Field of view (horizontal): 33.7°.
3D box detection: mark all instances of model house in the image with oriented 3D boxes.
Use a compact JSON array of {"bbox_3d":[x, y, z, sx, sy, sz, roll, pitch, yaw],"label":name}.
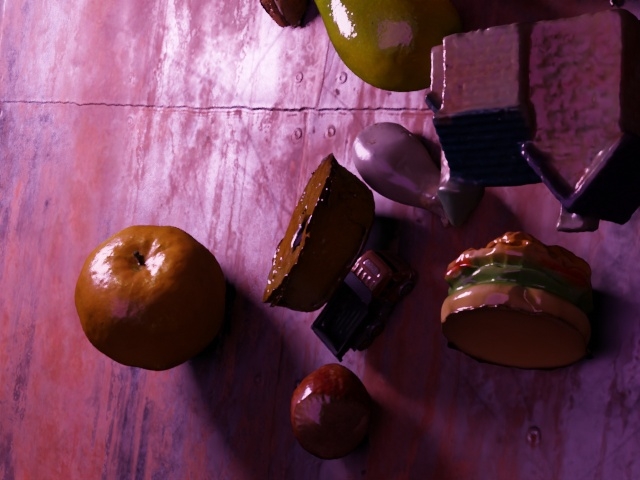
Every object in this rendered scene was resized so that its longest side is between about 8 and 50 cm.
[{"bbox_3d":[0.319,-0.146,1.485,0.312,0.245,0.280,-3,84,33],"label":"model house"}]

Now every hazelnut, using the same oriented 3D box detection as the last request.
[{"bbox_3d":[0.013,0.281,1.739,0.143,0.143,0.154,22,114,37],"label":"hazelnut"}]

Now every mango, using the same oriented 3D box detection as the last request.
[{"bbox_3d":[0.092,-0.372,1.744,0.192,0.156,0.343,-50,54,11],"label":"mango"}]

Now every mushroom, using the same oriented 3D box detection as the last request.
[{"bbox_3d":[0.145,-0.104,1.708,0.116,0.093,0.225,-43,53,0],"label":"mushroom"}]

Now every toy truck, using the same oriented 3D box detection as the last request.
[{"bbox_3d":[0.066,0.105,1.740,0.083,0.092,0.192,46,111,32],"label":"toy truck"}]

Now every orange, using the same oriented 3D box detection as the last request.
[{"bbox_3d":[-0.307,0.108,1.926,0.279,0.235,0.279,-5,49,6],"label":"orange"}]

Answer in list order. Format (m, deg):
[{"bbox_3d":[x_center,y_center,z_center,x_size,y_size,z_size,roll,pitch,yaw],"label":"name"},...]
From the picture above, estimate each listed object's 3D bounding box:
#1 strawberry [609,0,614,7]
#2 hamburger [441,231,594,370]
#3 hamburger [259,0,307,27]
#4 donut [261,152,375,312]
[{"bbox_3d":[0.328,-0.460,1.536,0.343,0.292,0.292,38,108,15],"label":"strawberry"},{"bbox_3d":[0.281,0.078,1.511,0.237,0.237,0.149,-7,58,36],"label":"hamburger"},{"bbox_3d":[-0.076,-0.481,1.919,0.087,0.102,0.176,-13,76,23],"label":"hamburger"},{"bbox_3d":[0.000,0.000,1.736,0.272,0.107,0.272,-61,10,18],"label":"donut"}]
